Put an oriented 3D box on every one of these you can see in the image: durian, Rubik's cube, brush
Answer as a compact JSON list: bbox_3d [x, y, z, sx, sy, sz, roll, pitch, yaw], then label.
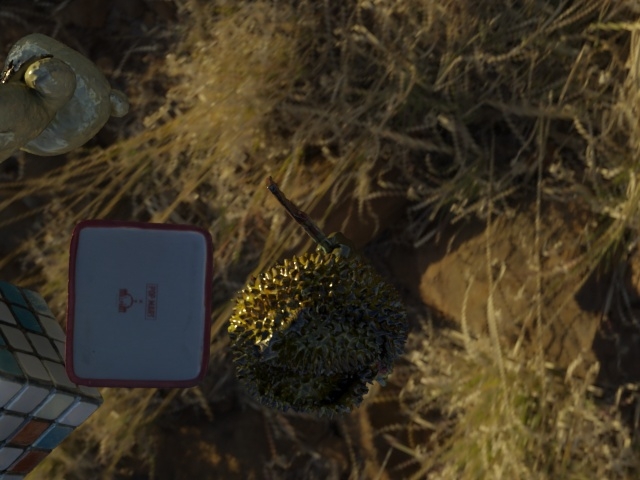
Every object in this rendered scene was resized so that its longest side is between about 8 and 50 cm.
[{"bbox_3d":[0.004,0.133,1.687,0.293,0.258,0.258,0,124,-14],"label":"durian"},{"bbox_3d":[-0.540,0.219,1.721,0.253,0.259,0.256,-45,61,10],"label":"Rubik's cube"},{"bbox_3d":[0.000,0.000,1.753,0.071,0.084,0.301,-38,130,9],"label":"brush"}]

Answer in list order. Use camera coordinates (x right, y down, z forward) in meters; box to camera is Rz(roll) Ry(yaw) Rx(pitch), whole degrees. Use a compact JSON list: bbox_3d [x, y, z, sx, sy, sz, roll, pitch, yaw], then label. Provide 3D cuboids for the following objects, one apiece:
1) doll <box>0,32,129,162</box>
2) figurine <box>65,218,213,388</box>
[{"bbox_3d":[-0.357,-0.159,1.302,0.175,0.278,0.149,-9,103,18],"label":"doll"},{"bbox_3d":[-0.231,0.076,1.335,0.160,0.226,0.183,4,86,-18],"label":"figurine"}]
